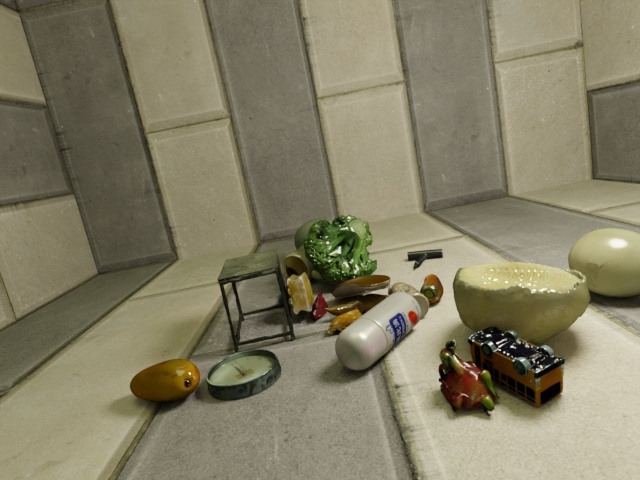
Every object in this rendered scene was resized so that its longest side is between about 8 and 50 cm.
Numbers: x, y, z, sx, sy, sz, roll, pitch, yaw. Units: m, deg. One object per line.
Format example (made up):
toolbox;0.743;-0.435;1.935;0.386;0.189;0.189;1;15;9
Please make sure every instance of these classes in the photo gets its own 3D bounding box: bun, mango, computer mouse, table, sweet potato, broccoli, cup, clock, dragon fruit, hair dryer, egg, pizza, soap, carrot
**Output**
bun;0.551;0.182;1.255;0.364;0.202;0.364;-5;8;1
mango;-0.461;0.417;1.322;0.253;0.113;0.138;-14;13;25
computer mouse;0.155;0.181;1.770;0.158;0.071;0.310;-11;-7;-25
table;-0.237;0.212;1.686;0.222;0.272;0.335;-12;11;-4
sweet potato;0.146;0.245;1.681;0.274;0.067;0.067;-11;11;-18
broccoli;0.099;0.044;2.065;0.413;0.321;0.310;-15;5;-43
cup;-0.041;0.113;2.237;0.255;0.173;0.202;-5;14;32
clock;-0.232;0.398;1.342;0.226;0.049;0.226;-10;12;2
dragon fruit;-0.020;0.270;1.731;0.063;0.097;0.131;-11;30;19
hair dryer;0.502;0.093;2.147;0.173;0.050;0.195;-9;16;18
egg;0.000;0.000;2.549;0.352;0.258;0.258;-3;14;45
pizza;0.106;0.288;1.570;0.131;0.041;0.178;-7;11;32
soap;-0.080;0.207;1.796;0.073;0.140;0.232;-12;0;3
egg;0.920;0.070;1.395;0.219;0.219;0.269;-15;12;-17
carrot;0.425;0.182;1.684;0.087;0.087;0.193;-7;6;22
dragon fruit;0.328;0.325;1.042;0.138;0.175;0.142;-9;-24;-43

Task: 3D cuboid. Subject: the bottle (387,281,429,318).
bottle;0.319;0.210;1.611;0.110;0.097;0.209;5;9;-8

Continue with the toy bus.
toy bus;0.453;0.288;1.043;0.098;0.114;0.201;-17;18;-24

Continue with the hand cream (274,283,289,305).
hand cream;-0.146;0.229;1.921;0.084;0.142;0.053;16;29;-47

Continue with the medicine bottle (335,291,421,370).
medicine bottle;0.173;0.273;1.348;0.130;0.130;0.341;-1;14;41
